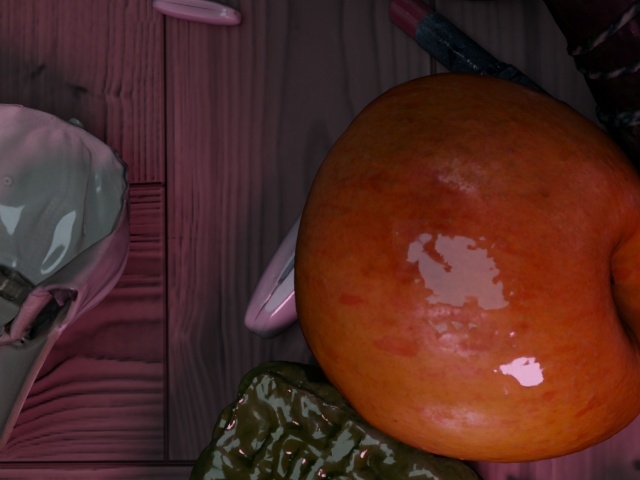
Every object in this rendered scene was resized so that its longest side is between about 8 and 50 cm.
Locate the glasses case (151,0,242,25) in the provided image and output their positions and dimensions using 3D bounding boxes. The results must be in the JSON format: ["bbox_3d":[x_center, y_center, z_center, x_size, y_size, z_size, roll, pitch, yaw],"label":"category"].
[{"bbox_3d":[-0.111,-0.207,1.620,0.083,0.032,0.021,11,85,17],"label":"glasses case"}]

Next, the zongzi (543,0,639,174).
[{"bbox_3d":[0.248,-0.200,1.343,0.319,0.362,0.383,-32,82,39],"label":"zongzi"}]

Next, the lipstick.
[{"bbox_3d":[0.147,-0.132,1.533,0.234,0.053,0.053,40,96,17],"label":"lipstick"}]

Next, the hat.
[{"bbox_3d":[-0.284,0.041,1.606,0.258,0.168,0.301,31,119,23],"label":"hat"}]

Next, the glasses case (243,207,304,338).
[{"bbox_3d":[0.000,0.000,1.549,0.049,0.076,0.197,36,94,14],"label":"glasses case"}]

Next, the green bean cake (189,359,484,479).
[{"bbox_3d":[0.010,0.239,1.500,0.248,0.125,0.222,27,92,16],"label":"green bean cake"}]

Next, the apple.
[{"bbox_3d":[0.131,0.026,1.397,0.275,0.299,0.299,12,89,30],"label":"apple"}]
